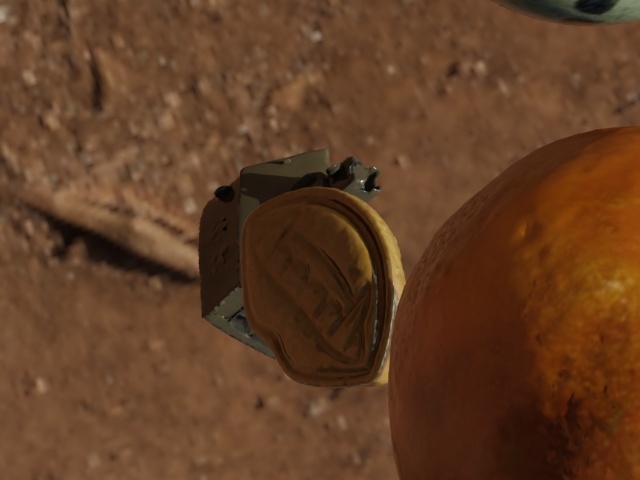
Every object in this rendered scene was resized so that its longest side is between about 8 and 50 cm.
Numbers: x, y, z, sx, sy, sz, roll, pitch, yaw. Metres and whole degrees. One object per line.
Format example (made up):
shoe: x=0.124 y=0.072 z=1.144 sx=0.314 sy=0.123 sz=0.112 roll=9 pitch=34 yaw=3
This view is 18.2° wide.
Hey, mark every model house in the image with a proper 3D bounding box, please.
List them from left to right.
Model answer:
model house: x=0.000 y=0.000 z=2.408 sx=0.204 sy=0.211 sz=0.243 roll=28 pitch=128 yaw=-26

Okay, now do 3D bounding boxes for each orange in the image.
orange: x=0.160 y=0.087 z=0.871 sx=0.226 sy=0.284 sz=0.284 roll=-45 pitch=150 yaw=-19

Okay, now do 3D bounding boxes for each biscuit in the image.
biscuit: x=0.001 y=0.033 z=1.545 sx=0.029 sy=0.221 sz=0.142 roll=22 pitch=112 yaw=-41

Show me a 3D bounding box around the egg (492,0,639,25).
egg: x=0.305 y=-0.378 z=2.212 sx=0.379 sy=0.288 sz=0.288 roll=8 pitch=135 yaw=-19
